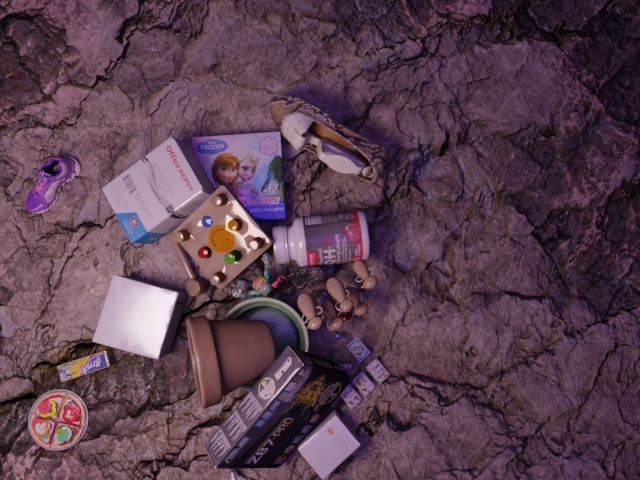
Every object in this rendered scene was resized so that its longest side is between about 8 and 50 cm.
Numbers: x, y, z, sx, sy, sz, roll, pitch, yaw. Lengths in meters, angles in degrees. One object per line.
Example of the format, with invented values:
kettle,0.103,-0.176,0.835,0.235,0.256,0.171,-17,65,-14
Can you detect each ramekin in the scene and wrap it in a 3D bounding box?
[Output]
ramekin,-0.189,0.341,1.499,0.303,0.148,0.304,0,84,-2

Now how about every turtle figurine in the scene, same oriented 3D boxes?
turtle figurine,-0.211,0.134,1.476,0.175,0.234,0.118,-46,108,-13

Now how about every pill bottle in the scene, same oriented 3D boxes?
pill bottle,0.000,0.000,1.526,0.318,0.176,0.177,-6,85,-2

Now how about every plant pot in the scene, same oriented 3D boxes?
plant pot,-0.261,0.335,1.319,0.229,0.263,0.263,-9,84,-22

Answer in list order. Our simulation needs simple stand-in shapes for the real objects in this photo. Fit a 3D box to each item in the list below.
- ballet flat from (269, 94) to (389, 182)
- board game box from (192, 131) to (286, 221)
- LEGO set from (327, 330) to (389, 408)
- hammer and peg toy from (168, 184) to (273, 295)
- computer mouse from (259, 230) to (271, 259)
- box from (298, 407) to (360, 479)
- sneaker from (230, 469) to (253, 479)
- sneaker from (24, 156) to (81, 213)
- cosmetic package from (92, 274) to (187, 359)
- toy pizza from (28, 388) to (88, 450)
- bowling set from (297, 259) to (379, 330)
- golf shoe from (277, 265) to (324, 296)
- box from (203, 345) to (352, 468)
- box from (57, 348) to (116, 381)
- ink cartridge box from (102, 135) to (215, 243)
ballet flat,0.014,-0.346,1.552,0.482,0.164,0.182,29,47,-1
board game box,-0.287,-0.218,1.591,0.318,0.066,0.318,-5,84,-2
LEGO set,0.096,0.436,1.560,0.182,0.060,0.244,-41,99,-6
hammer and peg toy,-0.367,0.021,1.476,0.361,0.127,0.266,-39,91,15
computer mouse,-0.273,0.000,1.583,0.192,0.042,0.106,14,85,-1
box,0.029,0.681,1.502,0.170,0.091,0.130,-40,87,-5
sneaker,-0.255,0.820,1.505,0.058,0.052,0.135,-33,94,-15
sneaker,-0.951,-0.202,1.549,0.095,0.104,0.236,37,85,0
cosmetic package,-0.598,0.254,1.499,0.223,0.138,0.225,16,83,0
toy pizza,-0.891,0.609,1.507,0.201,0.032,0.202,0,84,-2
bowling set,0.088,0.221,1.479,0.286,0.154,0.200,-33,128,0
golf shoe,-0.060,0.127,1.520,0.198,0.094,0.077,-21,91,31
box,-0.117,0.529,1.386,0.395,0.318,0.097,-50,49,1
box,-0.795,0.424,1.517,0.168,0.054,0.059,-18,85,-4
ink cartridge box,-0.538,-0.163,1.508,0.307,0.129,0.223,-33,80,9
